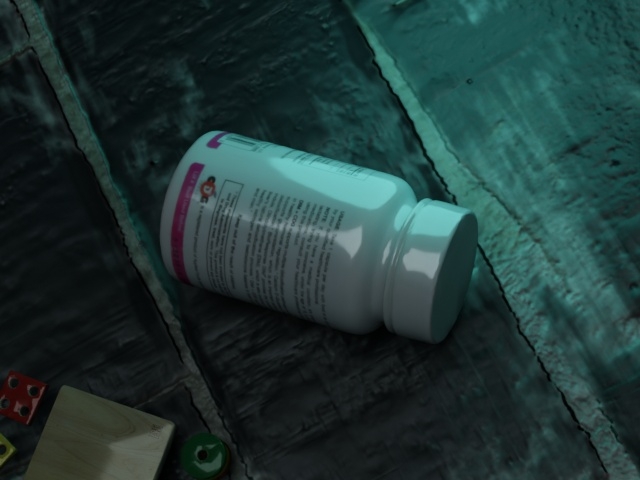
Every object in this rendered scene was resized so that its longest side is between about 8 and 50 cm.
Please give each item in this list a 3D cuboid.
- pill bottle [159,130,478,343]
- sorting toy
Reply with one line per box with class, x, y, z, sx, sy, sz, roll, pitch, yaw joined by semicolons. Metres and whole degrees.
pill bottle;0.000;0.000;1.438;0.283;0.160;0.160;16;75;20
sorting toy;-0.229;0.228;1.478;0.274;0.046;0.132;16;76;19
